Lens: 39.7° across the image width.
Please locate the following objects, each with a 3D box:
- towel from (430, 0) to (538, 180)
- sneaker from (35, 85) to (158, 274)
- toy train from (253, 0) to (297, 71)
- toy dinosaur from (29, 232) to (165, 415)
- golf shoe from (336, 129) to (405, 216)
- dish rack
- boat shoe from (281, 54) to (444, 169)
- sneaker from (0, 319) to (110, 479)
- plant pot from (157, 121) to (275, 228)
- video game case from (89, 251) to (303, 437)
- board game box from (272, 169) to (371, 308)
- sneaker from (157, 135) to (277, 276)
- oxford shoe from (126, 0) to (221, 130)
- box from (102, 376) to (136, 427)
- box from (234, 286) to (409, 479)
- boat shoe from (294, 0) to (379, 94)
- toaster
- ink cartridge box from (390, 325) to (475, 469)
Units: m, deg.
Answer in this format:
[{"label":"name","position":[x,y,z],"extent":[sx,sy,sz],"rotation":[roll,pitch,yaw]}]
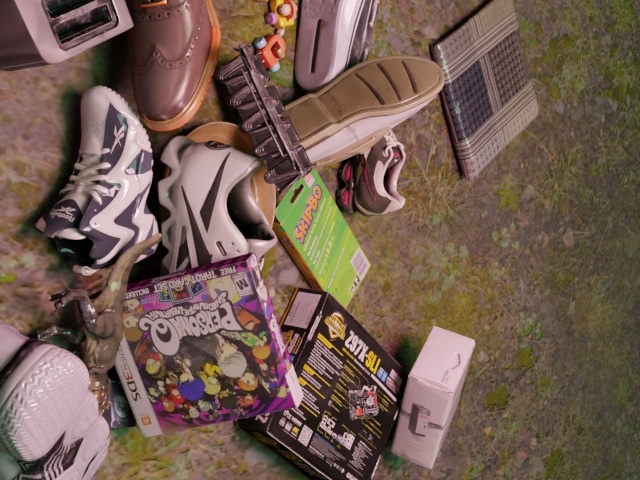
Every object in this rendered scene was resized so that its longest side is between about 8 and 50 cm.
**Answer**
[{"label":"towel","position":[0.354,-0.337,1.911],"extent":[0.324,0.056,0.312],"rotation":[-40,121,-38]},{"label":"sneaker","position":[-0.290,-0.064,1.106],"extent":[0.153,0.094,0.235],"rotation":[-35,130,-53]},{"label":"toy train","position":[-0.081,-0.351,1.369],"extent":[0.125,0.046,0.166],"rotation":[-55,133,-32]},{"label":"toy dinosaur","position":[-0.289,0.104,1.112],"extent":[0.118,0.064,0.268],"rotation":[8,108,-39]},{"label":"golf shoe","position":[0.097,-0.178,1.550],"extent":[0.105,0.120,0.273],"rotation":[-13,102,-48]},{"label":"dish rack","position":[-0.077,-0.165,1.216],"extent":[0.208,0.074,0.271],"rotation":[63,4,-6]},{"label":"boat shoe","position":[0.056,-0.203,1.431],"extent":[0.302,0.113,0.103],"rotation":[-22,152,-8]},{"label":"sneaker","position":[-0.367,0.191,1.018],"extent":[0.137,0.210,0.366],"rotation":[-51,165,-33]},{"label":"plant pot","position":[-0.157,-0.058,1.320],"extent":[0.236,0.032,0.236],"rotation":[-9,102,-50]},{"label":"video game case","position":[-0.162,0.141,1.166],"extent":[0.042,0.232,0.210],"rotation":[-58,132,-69]},{"label":"board game box","position":[0.000,0.000,1.516],"extent":[0.124,0.039,0.259],"rotation":[-57,136,-30]},{"label":"sneaker","position":[-0.132,0.031,1.198],"extent":[0.122,0.146,0.331],"rotation":[-45,139,-57]},{"label":"oxford shoe","position":[-0.209,-0.321,1.123],"extent":[0.132,0.129,0.364],"rotation":[30,56,-67]},{"label":"box","position":[-0.284,0.220,1.204],"extent":[0.083,0.018,0.067],"rotation":[13,83,-51]},{"label":"box","position":[0.017,0.273,1.535],"extent":[0.322,0.079,0.257],"rotation":[47,57,-42]},{"label":"boat shoe","position":[0.038,-0.400,1.473],"extent":[0.119,0.121,0.335],"rotation":[5,101,-58]},{"label":"toaster","position":[-0.326,-0.298,1.025],"extent":[0.185,0.110,0.168],"rotation":[-40,123,-41]},{"label":"ink cartridge box","position":[0.213,0.297,1.684],"extent":[0.158,0.092,0.218],"rotation":[-53,159,-49]}]
